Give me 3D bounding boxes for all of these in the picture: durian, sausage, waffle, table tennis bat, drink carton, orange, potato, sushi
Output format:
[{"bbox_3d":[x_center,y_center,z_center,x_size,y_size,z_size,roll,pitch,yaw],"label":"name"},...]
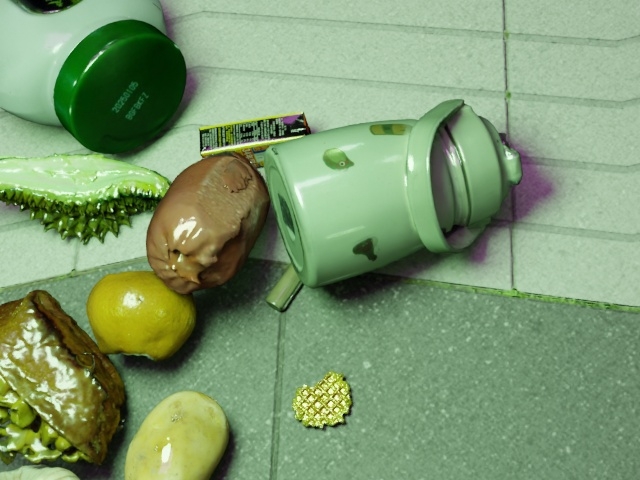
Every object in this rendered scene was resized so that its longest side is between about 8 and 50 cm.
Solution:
[{"bbox_3d":[-0.359,-0.069,1.862,0.375,0.106,0.132,4,68,-10],"label":"durian"},{"bbox_3d":[-0.157,-0.030,1.736,0.152,0.152,0.279,0,28,12],"label":"sausage"},{"bbox_3d":[0.002,0.222,1.694,0.085,0.016,0.078,-16,61,5],"label":"waffle"},{"bbox_3d":[0.000,0.000,1.805,0.138,0.022,0.246,27,71,22],"label":"table tennis bat"},{"bbox_3d":[-0.098,-0.150,1.874,0.166,0.071,0.056,-9,65,6],"label":"drink carton"},{"bbox_3d":[-0.254,0.108,1.735,0.157,0.156,0.134,-3,68,11],"label":"orange"},{"bbox_3d":[-0.196,0.285,1.653,0.118,0.109,0.178,8,58,40],"label":"potato"},{"bbox_3d":[-0.391,0.197,1.709,0.179,0.167,0.296,-40,82,4],"label":"sushi"}]

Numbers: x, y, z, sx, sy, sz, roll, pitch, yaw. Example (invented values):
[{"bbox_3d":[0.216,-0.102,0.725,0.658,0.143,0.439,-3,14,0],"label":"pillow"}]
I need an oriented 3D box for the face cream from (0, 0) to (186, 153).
[{"bbox_3d":[-0.393,-0.311,1.925,0.312,0.219,0.357,-34,55,-22],"label":"face cream"}]

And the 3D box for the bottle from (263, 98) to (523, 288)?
[{"bbox_3d":[0.117,-0.072,1.708,0.352,0.229,0.229,-15,61,-9],"label":"bottle"}]

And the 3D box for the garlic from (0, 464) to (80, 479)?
[{"bbox_3d":[-0.394,0.373,1.586,0.199,0.226,0.199,-2,65,5],"label":"garlic"}]
